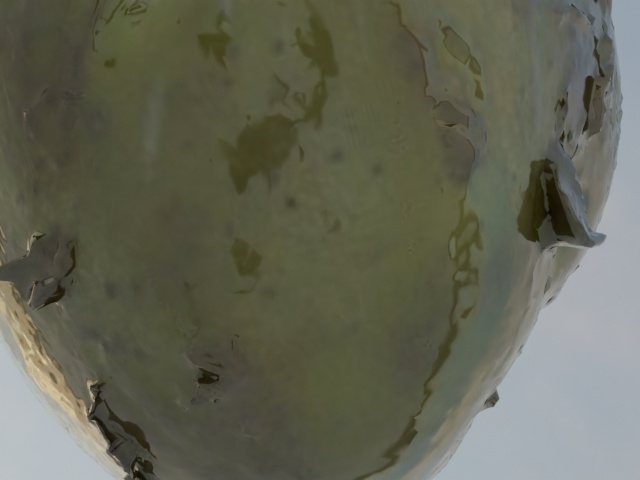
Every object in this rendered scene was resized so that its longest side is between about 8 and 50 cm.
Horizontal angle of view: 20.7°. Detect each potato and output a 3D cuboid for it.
[{"bbox_3d":[0.000,0.000,0.985,0.385,0.442,0.319,-15,-97,10],"label":"potato"}]
